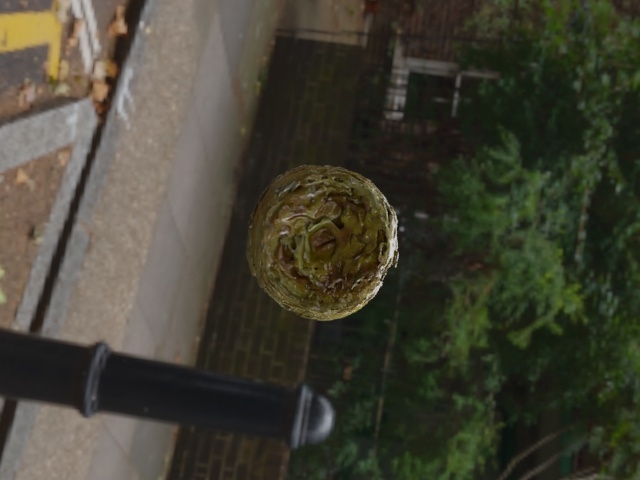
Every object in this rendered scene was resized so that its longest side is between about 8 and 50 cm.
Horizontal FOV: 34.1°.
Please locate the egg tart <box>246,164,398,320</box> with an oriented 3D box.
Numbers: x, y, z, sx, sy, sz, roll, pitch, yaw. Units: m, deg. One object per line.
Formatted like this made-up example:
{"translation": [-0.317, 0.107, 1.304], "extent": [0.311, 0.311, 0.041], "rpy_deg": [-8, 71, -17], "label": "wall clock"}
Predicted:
{"translation": [0.000, 0.000, 0.859], "extent": [0.049, 0.128, 0.129], "rpy_deg": [154, -56, -85], "label": "egg tart"}
